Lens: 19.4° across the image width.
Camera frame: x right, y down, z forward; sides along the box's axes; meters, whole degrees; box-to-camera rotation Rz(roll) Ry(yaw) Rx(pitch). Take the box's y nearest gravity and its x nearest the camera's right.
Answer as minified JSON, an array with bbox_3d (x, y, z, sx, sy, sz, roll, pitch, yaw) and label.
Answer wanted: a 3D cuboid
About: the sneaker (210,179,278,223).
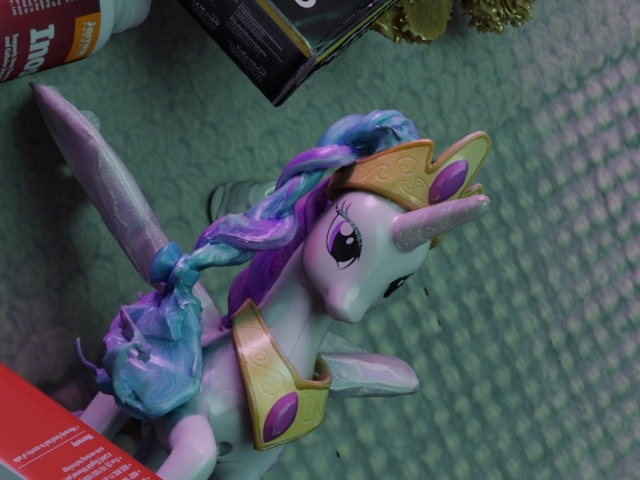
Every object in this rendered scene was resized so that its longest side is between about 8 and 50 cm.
[{"bbox_3d":[0.000,0.000,1.270,0.152,0.061,0.053,24,68,-33],"label":"sneaker"}]

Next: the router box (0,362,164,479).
[{"bbox_3d":[-0.154,0.264,0.893,0.301,0.335,0.082,34,17,11],"label":"router box"}]

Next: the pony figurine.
[{"bbox_3d":[-0.068,0.077,1.069,0.303,0.351,0.363,37,82,-23],"label":"pony figurine"}]

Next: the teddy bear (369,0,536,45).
[{"bbox_3d":[0.070,-0.263,1.347,0.245,0.113,0.338,37,55,-33],"label":"teddy bear"}]

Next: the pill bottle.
[{"bbox_3d":[-0.181,-0.144,1.139,0.152,0.086,0.086,-22,96,-36],"label":"pill bottle"}]

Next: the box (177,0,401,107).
[{"bbox_3d":[-0.040,-0.281,1.164,0.322,0.079,0.257,48,58,1],"label":"box"}]
